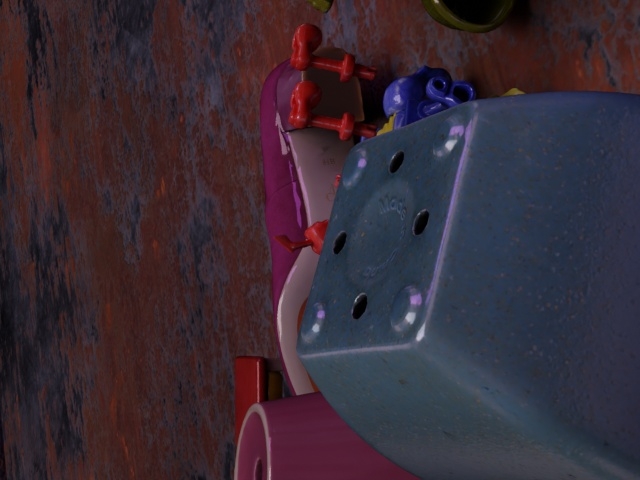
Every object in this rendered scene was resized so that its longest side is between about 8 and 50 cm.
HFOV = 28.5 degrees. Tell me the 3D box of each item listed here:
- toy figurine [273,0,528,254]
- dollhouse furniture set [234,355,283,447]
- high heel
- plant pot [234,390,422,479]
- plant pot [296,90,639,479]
[{"bbox_3d":[0.051,-0.093,1.063,0.217,0.191,0.362,119,158,-66],"label":"toy figurine"},{"bbox_3d":[-0.049,0.304,1.269,0.201,0.152,0.373,-9,81,61],"label":"dollhouse furniture set"},{"bbox_3d":[0.000,0.000,1.264,0.181,0.127,0.377,170,103,-76],"label":"high heel"},{"bbox_3d":[0.027,0.206,1.069,0.201,0.180,0.201,-175,90,-75],"label":"plant pot"},{"bbox_3d":[0.136,0.037,0.777,0.248,0.252,0.247,-14,56,60],"label":"plant pot"}]
